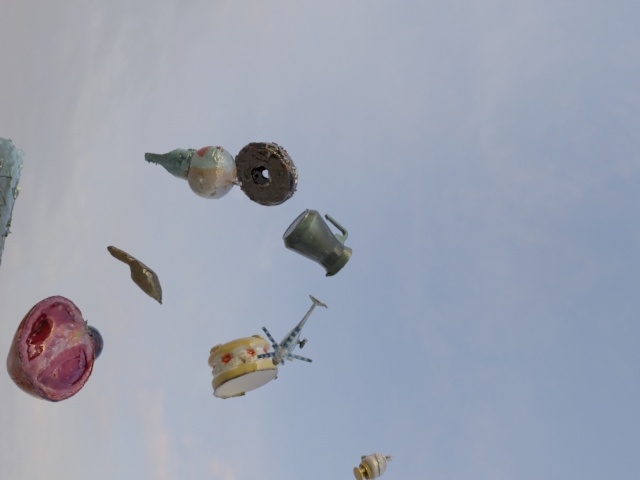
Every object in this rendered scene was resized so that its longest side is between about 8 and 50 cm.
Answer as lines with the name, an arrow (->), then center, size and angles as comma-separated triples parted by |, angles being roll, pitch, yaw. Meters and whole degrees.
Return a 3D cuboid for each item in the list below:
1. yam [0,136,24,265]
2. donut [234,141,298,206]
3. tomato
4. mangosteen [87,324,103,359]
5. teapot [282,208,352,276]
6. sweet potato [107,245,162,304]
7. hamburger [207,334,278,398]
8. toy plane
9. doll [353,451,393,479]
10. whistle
yam -> -0.736, -0.060, 0.945 | 0.241, 0.241, 0.348 | -27, -120, 39
donut -> -0.206, -0.256, 1.829 | 0.270, 0.103, 0.269 | 11, -59, 19
tomato -> -0.517, 0.206, 0.893 | 0.099, 0.173, 0.189 | -14, -81, 15
mangosteen -> -0.703, 0.318, 1.384 | 0.153, 0.153, 0.152 | -8, -101, 43
teapot -> 0.000, 0.000, 1.716 | 0.171, 0.225, 0.203 | -26, -153, 57
sweet potato -> -0.620, 0.110, 1.646 | 0.075, 0.074, 0.269 | -28, -72, 39
hamburger -> -0.309, 0.489, 1.884 | 0.302, 0.261, 0.186 | 91, -20, -57
toy plane -> -0.084, 0.283, 1.506 | 0.182, 0.107, 0.273 | 18, -81, 11
doll -> 0.155, 0.667, 1.432 | 0.084, 0.127, 0.073 | 22, -59, 55
whistle -> -0.419, -0.253, 1.594 | 0.348, 0.189, 0.189 | 19, -80, 6
